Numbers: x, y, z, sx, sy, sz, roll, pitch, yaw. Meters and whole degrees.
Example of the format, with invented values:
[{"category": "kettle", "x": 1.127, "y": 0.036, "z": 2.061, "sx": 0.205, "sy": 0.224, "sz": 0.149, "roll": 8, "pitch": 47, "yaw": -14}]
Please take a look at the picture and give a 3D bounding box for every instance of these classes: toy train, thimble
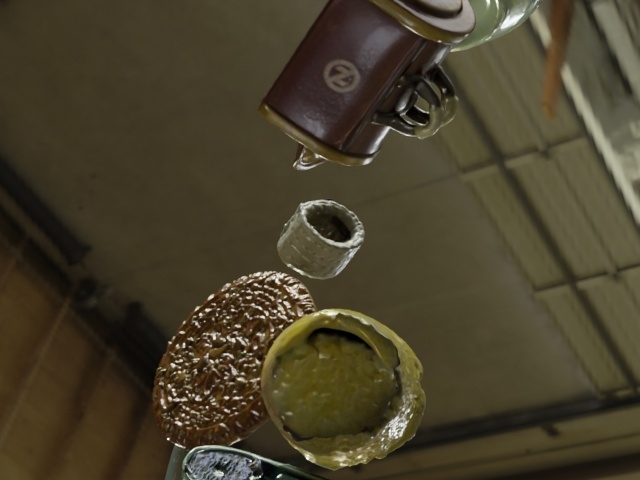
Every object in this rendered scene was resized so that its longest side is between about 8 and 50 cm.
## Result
[{"category": "toy train", "x": 0.024, "y": 0.345, "z": 1.496, "sx": 0.086, "sy": 0.407, "sz": 0.088, "roll": -54, "pitch": -23, "yaw": -47}, {"category": "thimble", "x": 0.000, "y": 0.000, "z": 1.953, "sx": 0.115, "sy": 0.090, "sz": 0.102, "roll": 21, "pitch": -138, "yaw": -18}]

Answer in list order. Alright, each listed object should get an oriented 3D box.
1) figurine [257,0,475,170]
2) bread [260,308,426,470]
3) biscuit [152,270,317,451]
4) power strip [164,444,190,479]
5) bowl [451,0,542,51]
[{"category": "figurine", "x": 0.034, "y": -0.094, "z": 0.773, "sx": 0.098, "sy": 0.154, "sz": 0.082, "roll": 40, "pitch": -142, "yaw": 6}, {"category": "bread", "x": 0.026, "y": 0.173, "z": 1.502, "sx": 0.170, "sy": 0.197, "sz": 0.197, "roll": 62, "pitch": -163, "yaw": -80}, {"category": "biscuit", "x": -0.130, "y": 0.169, "z": 1.847, "sx": 0.038, "sy": 0.305, "sz": 0.305, "roll": 44, "pitch": -140, "yaw": -36}, {"category": "power strip", "x": -0.180, "y": 0.323, "z": 1.848, "sx": 0.054, "sy": 0.167, "sz": 0.253, "roll": 22, "pitch": -148, "yaw": -16}, {"category": "bowl", "x": 0.143, "y": -0.337, "z": 1.513, "sx": 0.307, "sy": 0.307, "sz": 0.163, "roll": 39, "pitch": -131, "yaw": -46}]
